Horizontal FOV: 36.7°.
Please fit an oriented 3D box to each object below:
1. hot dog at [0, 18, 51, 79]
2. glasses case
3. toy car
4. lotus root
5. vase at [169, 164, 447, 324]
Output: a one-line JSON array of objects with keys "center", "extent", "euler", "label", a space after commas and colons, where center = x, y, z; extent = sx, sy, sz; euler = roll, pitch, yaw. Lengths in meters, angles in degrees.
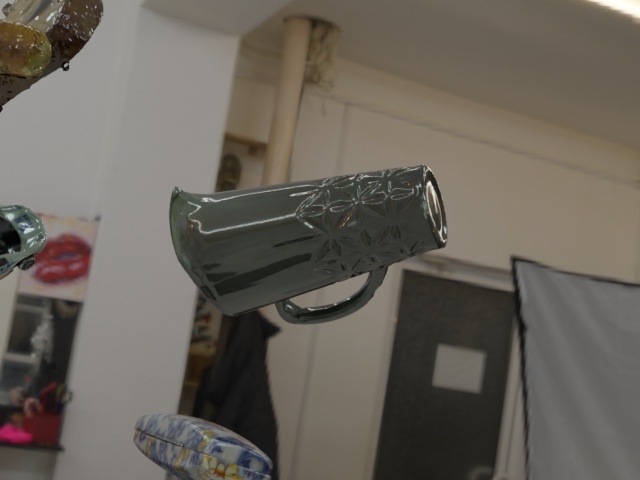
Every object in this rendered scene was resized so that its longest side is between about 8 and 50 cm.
[{"center": [-0.468, -0.254, 1.154], "extent": [0.289, 0.083, 0.068], "euler": [12, -25, -2], "label": "hot dog"}, {"center": [-0.128, 0.221, 1.015], "extent": [0.087, 0.065, 0.248], "euler": [29, -17, -24], "label": "glasses case"}, {"center": [-0.470, 0.022, 1.311], "extent": [0.095, 0.205, 0.056], "euler": [52, -16, 14], "label": "toy car"}, {"center": [-0.389, -0.281, 1.332], "extent": [0.170, 0.260, 0.074], "euler": [-5, -41, 34], "label": "lotus root"}, {"center": [0.000, 0.000, 1.166], "extent": [0.301, 0.156, 0.251], "euler": [-13, -53, 19], "label": "vase"}]
